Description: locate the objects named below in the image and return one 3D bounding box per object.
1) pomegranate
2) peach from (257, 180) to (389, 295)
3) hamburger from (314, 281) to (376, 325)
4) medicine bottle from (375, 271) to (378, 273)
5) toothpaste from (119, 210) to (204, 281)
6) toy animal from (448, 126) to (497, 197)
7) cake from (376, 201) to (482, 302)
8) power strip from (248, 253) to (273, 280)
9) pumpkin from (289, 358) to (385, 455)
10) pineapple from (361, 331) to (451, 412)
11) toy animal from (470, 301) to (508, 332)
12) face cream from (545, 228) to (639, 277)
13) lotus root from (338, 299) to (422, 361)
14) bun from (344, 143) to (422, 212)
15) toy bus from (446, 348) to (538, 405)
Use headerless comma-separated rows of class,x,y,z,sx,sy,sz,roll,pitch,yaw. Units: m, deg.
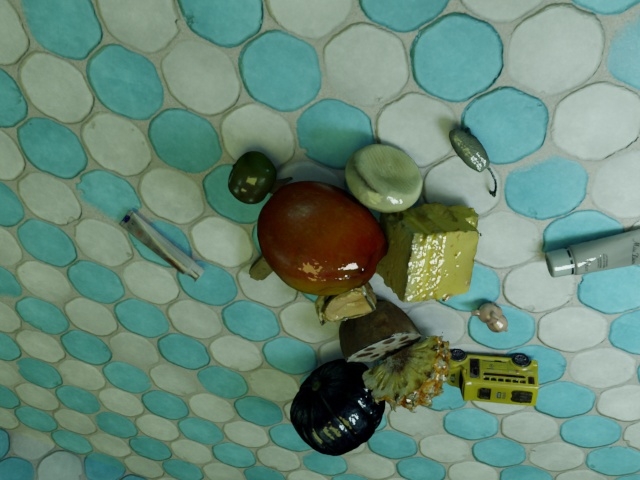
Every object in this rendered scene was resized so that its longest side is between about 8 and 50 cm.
pomegranate,-0.175,-0.177,1.721,0.191,0.131,0.152,12,127,-31
peach,0.001,-0.002,1.619,0.372,0.373,0.290,23,106,-7
hamburger,0.067,0.178,1.923,0.207,0.135,0.155,-25,119,20
medicine bottle,0.050,0.019,1.835,0.425,0.108,0.108,17,131,-1
toothpaste,-0.543,0.023,2.005,0.323,0.066,0.100,41,131,-15
toy animal,0.430,-0.209,1.578,0.070,0.079,0.253,-32,118,25
cake,0.325,0.024,1.664,0.285,0.222,0.228,-5,119,-19
power strip,-0.170,0.069,1.914,0.064,0.044,0.305,26,150,-14
pumpkin,0.067,0.617,2.165,0.363,0.363,0.266,-25,113,29
pineapple,0.360,0.506,2.003,0.344,0.209,0.286,-35,135,24
toy animal,0.574,0.258,1.934,0.083,0.089,0.150,-34,124,30
face cream,0.826,0.039,1.705,0.314,0.089,0.143,-14,126,9
lotus root,0.191,0.302,1.988,0.272,0.192,0.272,-14,146,-9
bun,0.167,-0.160,1.610,0.222,0.223,0.127,20,146,-5
toy bus,0.599,0.492,2.077,0.330,0.151,0.145,2,129,12
